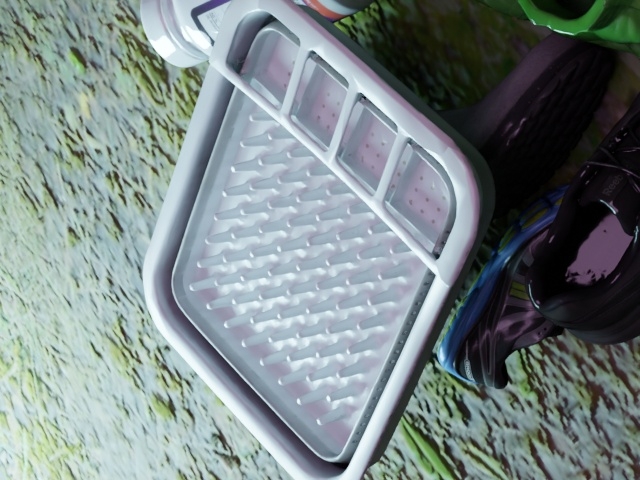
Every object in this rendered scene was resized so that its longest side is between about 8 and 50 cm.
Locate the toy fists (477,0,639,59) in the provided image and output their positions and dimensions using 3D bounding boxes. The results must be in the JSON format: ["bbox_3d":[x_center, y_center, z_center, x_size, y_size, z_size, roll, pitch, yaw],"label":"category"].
[{"bbox_3d":[0.169,-0.191,1.268,0.279,0.142,0.096,33,117,51],"label":"toy fists"}]

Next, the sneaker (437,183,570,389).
[{"bbox_3d":[0.163,0.035,1.400,0.078,0.067,0.188,30,111,-1],"label":"sneaker"}]

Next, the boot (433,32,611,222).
[{"bbox_3d":[0.055,-0.090,1.422,0.223,0.118,0.338,52,121,20],"label":"boot"}]

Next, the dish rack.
[{"bbox_3d":[0.000,0.000,1.384,0.285,0.072,0.333,44,128,30],"label":"dish rack"}]

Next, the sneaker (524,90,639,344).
[{"bbox_3d":[0.241,-0.051,1.261,0.109,0.130,0.286,33,101,28],"label":"sneaker"}]

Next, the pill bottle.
[{"bbox_3d":[-0.054,-0.209,1.489,0.193,0.108,0.108,-18,86,38],"label":"pill bottle"}]
